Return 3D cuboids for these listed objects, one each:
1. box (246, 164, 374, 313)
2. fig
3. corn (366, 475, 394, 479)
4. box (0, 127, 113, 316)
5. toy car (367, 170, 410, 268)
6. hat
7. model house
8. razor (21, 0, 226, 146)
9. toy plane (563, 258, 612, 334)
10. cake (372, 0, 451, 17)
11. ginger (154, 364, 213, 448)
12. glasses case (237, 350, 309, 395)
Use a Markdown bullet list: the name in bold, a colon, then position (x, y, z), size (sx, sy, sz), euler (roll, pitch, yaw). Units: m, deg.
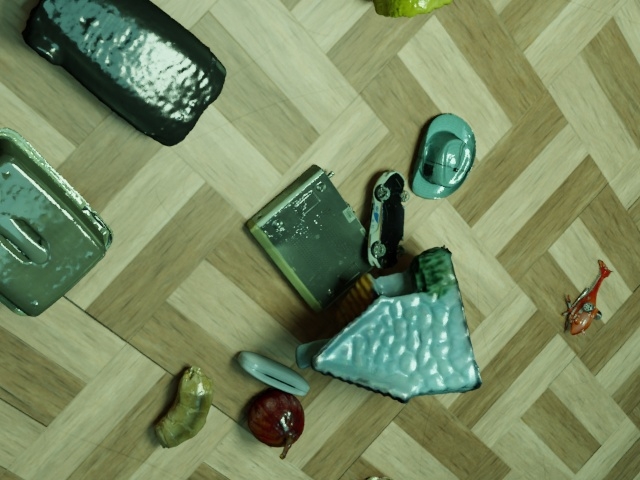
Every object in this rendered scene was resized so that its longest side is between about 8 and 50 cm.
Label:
- **box**: position (0.000, 0.000, 1.732), size (0.211, 0.045, 0.270), euler (-39, 123, -7)
- **fig**: position (-0.094, 0.381, 1.791), size (0.128, 0.150, 0.128), euler (0, 92, 2)
- **corn**: position (0.108, 0.721, 2.043), size (0.126, 0.126, 0.335), euler (11, 108, -30)
- **box**: position (-0.503, -0.028, 1.392), size (0.220, 0.166, 0.290), euler (-43, 124, -6)
- **toy car**: position (0.138, -0.043, 1.759), size (0.095, 0.056, 0.205), euler (2, 91, -52)
- **hat**: position (0.267, -0.167, 1.781), size (0.138, 0.078, 0.191), euler (9, 105, -31)
- **model house**: position (0.119, 0.201, 1.745), size (0.339, 0.360, 0.297), euler (-13, 79, 1)
- **razor**: position (-0.319, -0.308, 1.408), size (0.327, 0.107, 0.189), euler (35, 91, -33)
- **toy plane**: position (0.680, 0.152, 2.129), size (0.194, 0.077, 0.126), euler (-44, 132, -16)
- **cake**: position (0.206, -0.513, 1.552), size (0.260, 0.179, 0.156), euler (-26, 120, -19)
- **ginger**: position (-0.272, 0.345, 1.720), size (0.095, 0.069, 0.190), euler (21, 101, -10)
- **glasses case**: position (-0.097, 0.279, 1.781), size (0.178, 0.067, 0.045), euler (31, 95, -33)
